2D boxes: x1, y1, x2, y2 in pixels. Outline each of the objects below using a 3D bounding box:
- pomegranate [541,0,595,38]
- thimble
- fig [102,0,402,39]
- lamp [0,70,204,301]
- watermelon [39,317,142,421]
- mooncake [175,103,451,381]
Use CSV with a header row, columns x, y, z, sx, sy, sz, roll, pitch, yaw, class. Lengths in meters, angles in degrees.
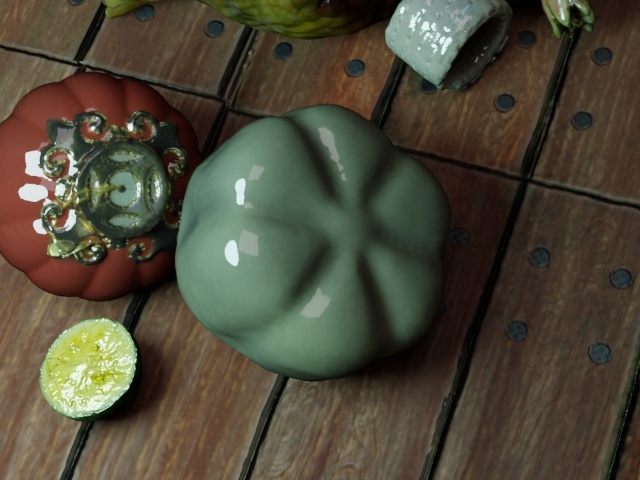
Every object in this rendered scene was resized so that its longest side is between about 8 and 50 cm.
x,y,z,sx,sy,sz,roll,pitch,yaw,class
0.233,-0.310,1.678,0.159,0.159,0.205,-20,72,-5,pomegranate
0.136,-0.223,1.666,0.090,0.102,0.115,39,102,22,thimble
-0.082,-0.323,1.702,0.368,0.286,0.286,-22,57,31,fig
-0.223,-0.052,1.563,0.227,0.227,0.227,-2,63,5,lamp
-0.217,0.130,1.540,0.105,0.062,0.105,-8,61,15,watermelon
0.000,0.000,1.499,0.275,0.135,0.275,8,73,-26,mooncake
